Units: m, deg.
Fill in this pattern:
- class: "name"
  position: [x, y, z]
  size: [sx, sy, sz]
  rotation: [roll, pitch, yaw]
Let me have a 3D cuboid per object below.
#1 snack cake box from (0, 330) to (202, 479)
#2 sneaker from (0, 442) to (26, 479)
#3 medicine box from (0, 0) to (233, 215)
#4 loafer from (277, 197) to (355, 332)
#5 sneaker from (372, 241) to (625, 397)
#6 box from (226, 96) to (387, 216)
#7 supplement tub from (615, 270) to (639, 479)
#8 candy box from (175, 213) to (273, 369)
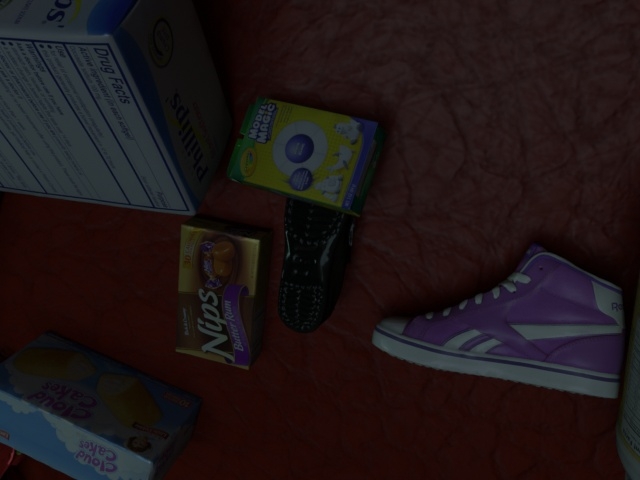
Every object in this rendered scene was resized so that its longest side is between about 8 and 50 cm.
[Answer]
- class: "snack cake box"
  position: [-0.323, 0.243, 0.953]
  size: [0.264, 0.152, 0.089]
  rotation: [22, 112, 8]
- class: "sneaker"
  position: [-0.509, 0.298, 1.072]
  size: [0.118, 0.107, 0.279]
  rotation: [10, 115, -7]
- class: "medicine box"
  position: [-0.275, -0.173, 0.733]
  size: [0.289, 0.149, 0.263]
  rotation: [7, 149, 13]
- class: "loafer"
  position: [0.000, 0.000, 0.824]
  size: [0.080, 0.078, 0.220]
  rotation: [16, 96, 23]
- class: "sneaker"
  position: [0.203, 0.079, 0.792]
  size: [0.282, 0.102, 0.161]
  rotation: [5, 87, 22]
- class: "box"
  position: [-0.025, -0.101, 0.778]
  size: [0.179, 0.043, 0.105]
  rotation: [16, 85, 25]
- class: "supplement tub"
  position: [0.424, 0.142, 0.656]
  size: [0.241, 0.241, 0.331]
  rotation: [4, 109, 15]
- class: "candy box"
  position: [-0.129, 0.068, 0.893]
  size: [0.109, 0.053, 0.186]
  rotation: [12, 110, 12]
